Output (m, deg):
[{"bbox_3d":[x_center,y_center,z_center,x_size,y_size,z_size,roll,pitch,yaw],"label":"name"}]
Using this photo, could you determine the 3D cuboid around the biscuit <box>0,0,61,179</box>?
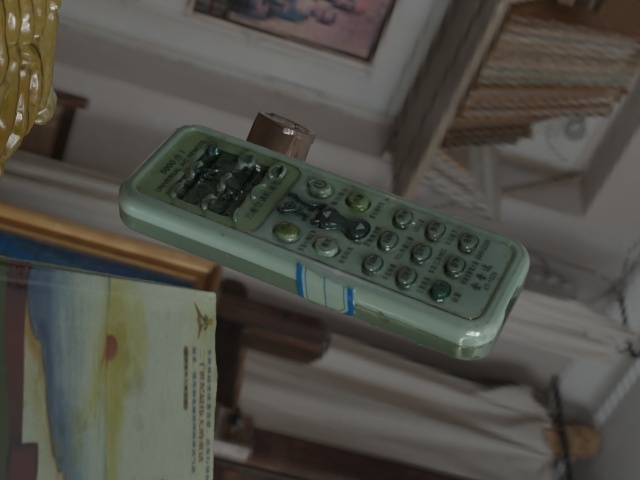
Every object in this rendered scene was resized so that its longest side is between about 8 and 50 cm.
[{"bbox_3d":[-0.191,-0.039,0.591,0.176,0.031,0.229,-27,138,-59],"label":"biscuit"}]

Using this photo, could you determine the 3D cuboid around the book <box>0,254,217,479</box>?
[{"bbox_3d":[-0.132,0.113,0.625,0.289,0.026,0.201,14,76,-66],"label":"book"}]

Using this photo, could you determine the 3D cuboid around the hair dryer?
[{"bbox_3d":[-0.001,-0.043,1.195,0.117,0.181,0.064,-68,168,11],"label":"hair dryer"}]

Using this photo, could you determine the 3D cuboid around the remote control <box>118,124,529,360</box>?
[{"bbox_3d":[0.000,0.000,1.001,0.128,0.335,0.065,-55,159,-42],"label":"remote control"}]
